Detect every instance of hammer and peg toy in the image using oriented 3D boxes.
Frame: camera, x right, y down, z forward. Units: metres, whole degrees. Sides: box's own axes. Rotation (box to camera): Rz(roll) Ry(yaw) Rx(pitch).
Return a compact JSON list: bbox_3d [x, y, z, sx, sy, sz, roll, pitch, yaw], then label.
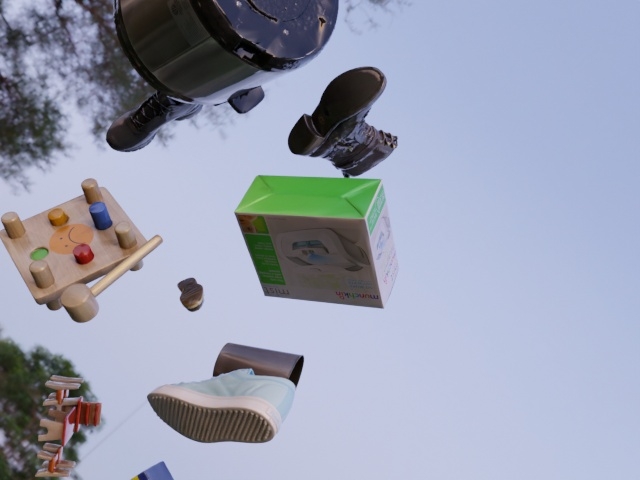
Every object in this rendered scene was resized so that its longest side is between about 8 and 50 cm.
[{"bbox_3d":[-0.493,0.031,1.516,0.361,0.266,0.127,43,-29,37],"label":"hammer and peg toy"}]

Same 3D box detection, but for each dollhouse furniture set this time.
[{"bbox_3d":[-0.728,0.530,2.106,0.259,0.135,0.261,-177,-87,-80],"label":"dollhouse furniture set"}]

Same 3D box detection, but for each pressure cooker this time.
[{"bbox_3d":[-0.221,-0.482,1.487,0.420,0.376,0.369,-11,-104,49],"label":"pressure cooker"}]

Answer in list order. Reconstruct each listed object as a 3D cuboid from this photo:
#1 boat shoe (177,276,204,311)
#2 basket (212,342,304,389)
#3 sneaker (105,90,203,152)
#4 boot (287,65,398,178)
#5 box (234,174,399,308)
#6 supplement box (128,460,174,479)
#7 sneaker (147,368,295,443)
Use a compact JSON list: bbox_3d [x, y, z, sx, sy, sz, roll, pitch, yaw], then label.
[{"bbox_3d":[-0.266,0.121,1.514,0.049,0.056,0.152,68,-7,-21],"label":"boat shoe"},{"bbox_3d":[-0.189,0.395,2.129,0.227,0.204,0.154,17,-32,14],"label":"basket"},{"bbox_3d":[-0.432,-0.334,1.862,0.109,0.286,0.130,52,-15,0],"label":"sneaker"},{"bbox_3d":[0.082,-0.227,1.442,0.263,0.229,0.091,-36,-121,32],"label":"boot"},{"bbox_3d":[0.000,0.000,1.390,0.262,0.126,0.231,4,-48,21],"label":"box"},{"bbox_3d":[-0.605,0.855,2.171,0.195,0.357,0.194,58,1,9],"label":"supplement box"},{"bbox_3d":[-0.208,0.347,1.560,0.366,0.150,0.135,0,-61,32],"label":"sneaker"}]
